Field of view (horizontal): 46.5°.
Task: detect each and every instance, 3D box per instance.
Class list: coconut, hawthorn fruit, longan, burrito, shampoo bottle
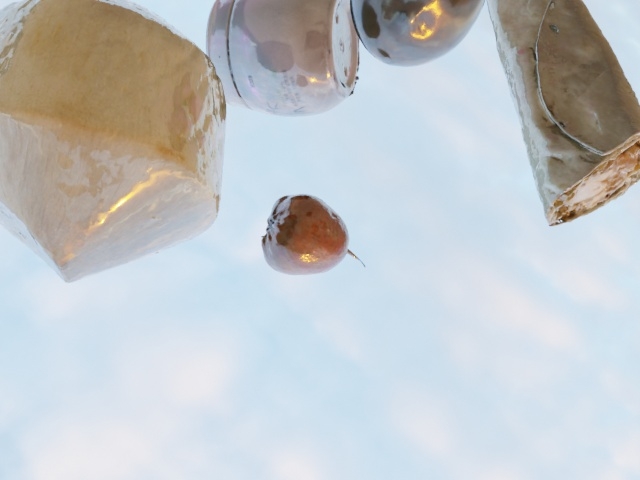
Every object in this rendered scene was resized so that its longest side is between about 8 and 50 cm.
[{"bbox_3d":[-0.324,-0.136,1.047,0.415,0.344,0.416,10,-117,-21],"label":"coconut"},{"bbox_3d":[-0.012,-0.014,1.279,0.188,0.149,0.149,-9,-116,-20],"label":"hawthorn fruit"},{"bbox_3d":[0.138,-0.354,1.047,0.196,0.220,0.197,18,-154,-9],"label":"longan"},{"bbox_3d":[0.171,-0.117,0.533,0.086,0.060,0.226,-11,-123,4],"label":"burrito"},{"bbox_3d":[-0.072,-0.384,1.489,0.273,0.266,0.273,1,-90,-70],"label":"shampoo bottle"}]
